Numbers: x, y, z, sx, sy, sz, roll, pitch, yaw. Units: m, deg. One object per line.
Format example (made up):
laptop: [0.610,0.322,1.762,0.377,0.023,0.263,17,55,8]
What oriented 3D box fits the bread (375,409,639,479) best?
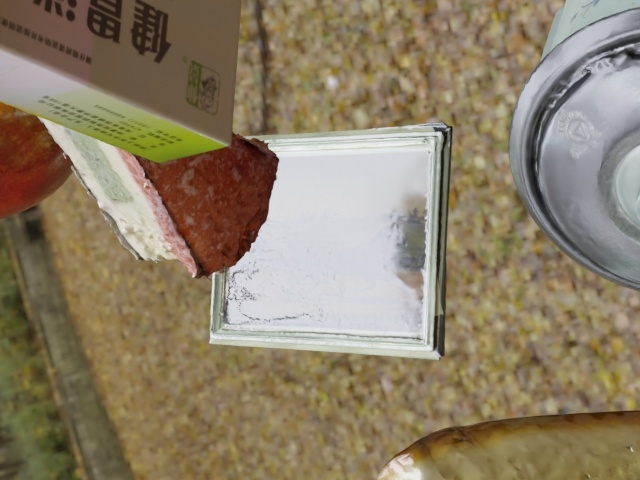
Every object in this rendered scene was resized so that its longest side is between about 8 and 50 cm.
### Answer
bread: [0.143,0.236,0.728,0.323,0.333,0.143,-65,35,38]

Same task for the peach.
peach: [-0.359,-0.116,1.400,0.199,0.244,0.243,77,168,-51]

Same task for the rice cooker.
rice cooker: [0.294,-0.104,1.043,0.317,0.264,0.316,9,-90,-75]

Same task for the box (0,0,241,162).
box: [-0.146,-0.161,0.671,0.062,0.260,0.175,-10,70,38]

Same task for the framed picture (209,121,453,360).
framed picture: [0.000,0.000,1.152,0.252,0.014,0.197,0,85,36]

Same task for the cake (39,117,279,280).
cake: [-0.133,-0.044,0.941,0.086,0.220,0.116,7,81,38]
